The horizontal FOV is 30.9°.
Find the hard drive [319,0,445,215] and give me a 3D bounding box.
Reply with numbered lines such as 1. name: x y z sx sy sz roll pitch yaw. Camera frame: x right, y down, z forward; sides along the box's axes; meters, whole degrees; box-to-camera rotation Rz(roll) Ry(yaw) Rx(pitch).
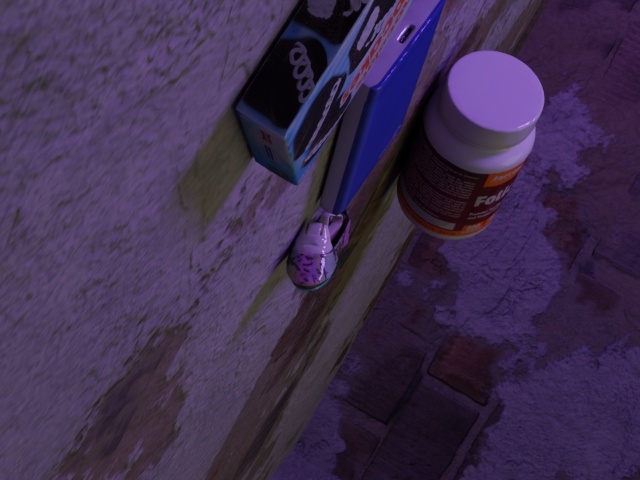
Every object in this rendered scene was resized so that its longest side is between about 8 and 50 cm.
1. hard drive: 0.086 -0.194 1.637 0.210 0.040 0.318 -55 171 -28

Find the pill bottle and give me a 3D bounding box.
1. pill bottle: 0.297 -0.186 2.309 0.224 0.224 0.392 -55 171 -29

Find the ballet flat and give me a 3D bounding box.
1. ballet flat: 0.000 0.000 1.759 0.221 0.077 0.079 -54 153 -64

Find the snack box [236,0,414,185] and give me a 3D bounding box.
1. snack box: 0.033 -0.221 1.145 0.322 0.060 0.187 -58 172 -8
